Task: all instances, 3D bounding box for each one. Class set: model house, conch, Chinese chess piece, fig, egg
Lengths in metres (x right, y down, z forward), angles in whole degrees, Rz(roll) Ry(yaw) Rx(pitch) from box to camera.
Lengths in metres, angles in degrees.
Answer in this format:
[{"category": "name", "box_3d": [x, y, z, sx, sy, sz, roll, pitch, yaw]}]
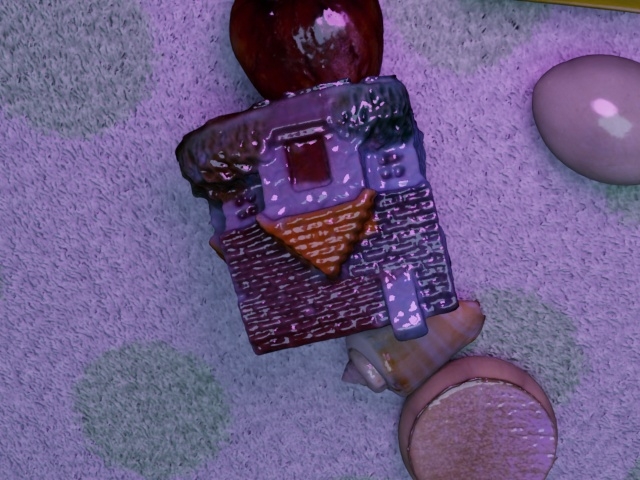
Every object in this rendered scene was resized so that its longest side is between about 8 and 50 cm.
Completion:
[{"category": "model house", "box_3d": [0.000, 0.000, 1.553, 0.360, 0.297, 0.339, -14, 69, 7]}, {"category": "conch", "box_3d": [0.154, 0.182, 1.752, 0.255, 0.127, 0.158, -24, 127, 8]}, {"category": "Chinese chess piece", "box_3d": [0.266, 0.329, 1.822, 0.269, 0.112, 0.270, 0, 108, 0]}, {"category": "fig", "box_3d": [-0.009, -0.293, 1.579, 0.224, 0.224, 0.263, -25, 103, 8]}, {"category": "egg", "box_3d": [0.437, -0.182, 1.616, 0.253, 0.186, 0.187, 21, 107, -7]}]

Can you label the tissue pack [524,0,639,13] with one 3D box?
[{"category": "tissue pack", "box_3d": [0.349, -0.442, 1.544, 0.274, 0.167, 0.200, 6, 108, -2]}]
